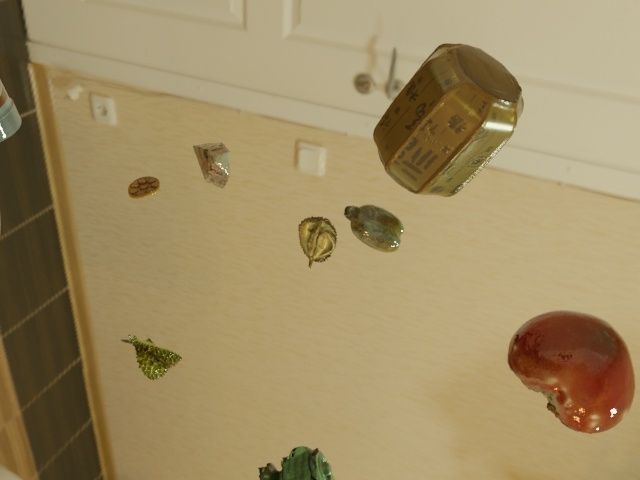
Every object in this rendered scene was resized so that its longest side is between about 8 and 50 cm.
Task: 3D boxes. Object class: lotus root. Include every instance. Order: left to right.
[{"bbox_3d":[0.145,-0.040,1.857,0.088,0.192,0.113,-10,-124,64],"label":"lotus root"}]

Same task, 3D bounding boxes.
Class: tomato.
[{"bbox_3d":[0.465,0.211,1.215,0.200,0.233,0.139,-33,155,-39],"label":"tomato"}]

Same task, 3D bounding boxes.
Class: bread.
[{"bbox_3d":[-0.563,-0.168,2.179,0.024,0.110,0.110,78,32,-42],"label":"bread"}]

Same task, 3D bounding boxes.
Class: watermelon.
[{"bbox_3d":[-0.326,-0.240,2.131,0.241,0.095,0.154,-176,-104,-71],"label":"watermelon"}]

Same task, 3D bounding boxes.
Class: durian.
[{"bbox_3d":[-0.403,0.278,1.638,0.086,0.100,0.215,-49,159,-8],"label":"durian"},{"bbox_3d":[0.003,0.001,1.597,0.071,0.110,0.140,-20,134,-42],"label":"durian"}]

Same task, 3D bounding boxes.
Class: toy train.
[{"bbox_3d":[-0.016,0.480,1.081,0.300,0.120,0.202,-94,164,-61],"label":"toy train"}]

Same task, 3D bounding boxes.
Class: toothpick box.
[{"bbox_3d":[-0.557,-0.239,1.085,0.153,0.101,0.101,82,30,-44],"label":"toothpick box"}]

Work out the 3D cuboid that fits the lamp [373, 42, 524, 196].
[{"bbox_3d":[0.167,-0.156,0.905,0.185,0.161,0.161,-51,180,40],"label":"lamp"}]
